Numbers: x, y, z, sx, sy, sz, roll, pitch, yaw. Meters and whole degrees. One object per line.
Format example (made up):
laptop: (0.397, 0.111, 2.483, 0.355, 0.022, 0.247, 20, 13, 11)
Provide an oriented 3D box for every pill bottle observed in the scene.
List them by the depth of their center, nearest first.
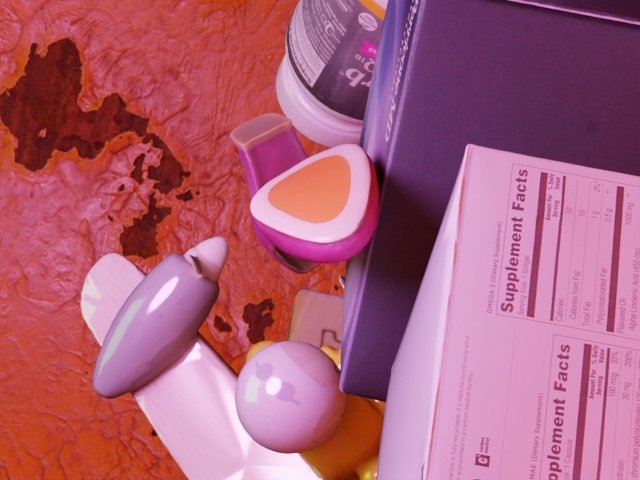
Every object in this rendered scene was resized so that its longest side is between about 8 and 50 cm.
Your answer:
pill bottle: (0.058, -0.211, 1.836, 0.278, 0.162, 0.162, 123, 160, -57)

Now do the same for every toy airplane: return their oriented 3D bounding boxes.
toy airplane: (-0.036, 0.177, 1.520, 0.272, 0.386, 0.384, 79, -163, -59)

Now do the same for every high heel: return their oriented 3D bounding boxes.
high heel: (0.000, 0.000, 1.195, 0.117, 0.082, 0.244, 66, 168, -21)

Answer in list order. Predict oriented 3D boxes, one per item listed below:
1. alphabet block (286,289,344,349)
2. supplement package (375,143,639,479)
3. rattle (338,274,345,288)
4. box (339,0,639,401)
alphabet block: (0.045, 0.196, 1.967, 0.197, 0.193, 0.192, -82, 1, -49)
supplement package: (0.113, 0.110, 1.012, 0.262, 0.145, 0.204, 104, 176, -59)
rattle: (0.075, 0.118, 2.057, 0.143, 0.130, 0.199, -69, -16, -2)
box: (0.124, -0.081, 1.270, 0.294, 0.182, 0.296, -85, 6, -60)
